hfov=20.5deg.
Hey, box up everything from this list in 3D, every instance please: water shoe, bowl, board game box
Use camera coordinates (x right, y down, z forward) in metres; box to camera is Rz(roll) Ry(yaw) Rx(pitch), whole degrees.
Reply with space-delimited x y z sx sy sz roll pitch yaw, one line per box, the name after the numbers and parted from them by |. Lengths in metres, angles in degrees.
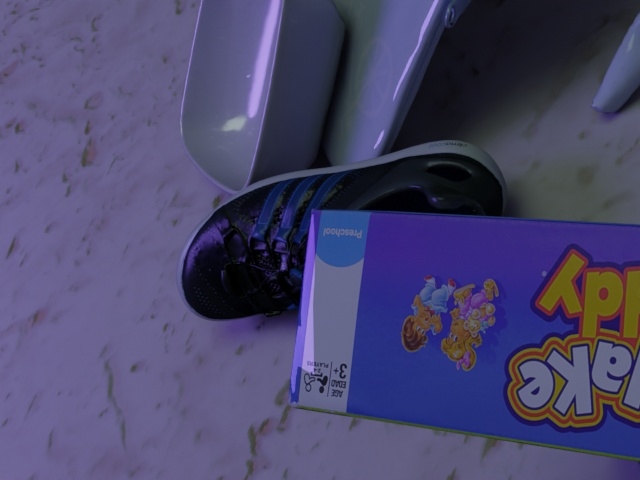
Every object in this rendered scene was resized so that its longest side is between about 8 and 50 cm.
0.000 0.000 0.952 0.203 0.073 0.080 -22 15 23 | water shoe
-0.033 -0.102 1.060 0.142 0.053 0.142 40 121 60 | bowl
0.195 0.047 0.635 0.347 0.233 0.078 4 86 42 | board game box

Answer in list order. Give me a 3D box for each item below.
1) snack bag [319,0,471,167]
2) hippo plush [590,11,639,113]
0.040 -0.226 1.035 0.323 0.037 0.342 -115 39 -48 | snack bag
0.237 -0.232 0.842 0.294 0.236 0.234 -3 55 38 | hippo plush
